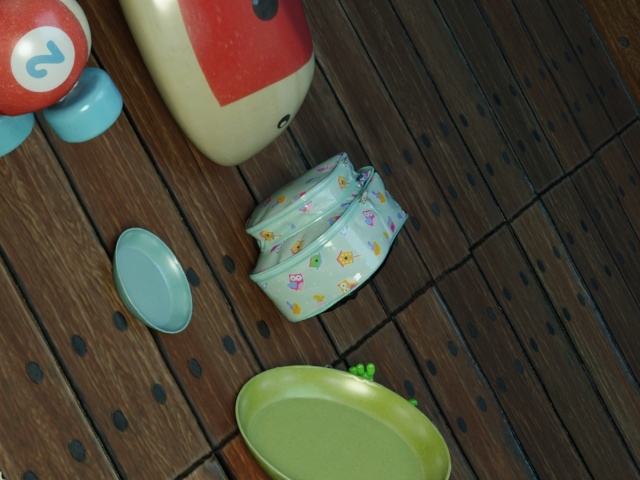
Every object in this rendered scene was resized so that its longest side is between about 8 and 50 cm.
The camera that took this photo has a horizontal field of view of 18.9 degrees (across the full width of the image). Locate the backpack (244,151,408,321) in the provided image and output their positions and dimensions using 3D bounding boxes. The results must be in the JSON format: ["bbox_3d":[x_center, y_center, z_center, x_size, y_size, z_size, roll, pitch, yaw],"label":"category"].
[{"bbox_3d":[0.000,0.000,2.190,0.144,0.166,0.188,51,26,-20],"label":"backpack"}]

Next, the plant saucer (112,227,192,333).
[{"bbox_3d":[-0.179,0.045,1.996,0.119,0.021,0.119,41,34,-36],"label":"plant saucer"}]

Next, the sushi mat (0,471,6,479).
[{"bbox_3d":[-0.360,0.215,1.535,0.151,0.019,0.316,60,27,-9],"label":"sushi mat"}]

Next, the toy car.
[{"bbox_3d":[-0.329,-0.122,1.715,0.219,0.210,0.238,58,38,-36],"label":"toy car"}]

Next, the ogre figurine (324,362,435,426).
[{"bbox_3d":[0.076,0.222,2.216,0.197,0.097,0.118,57,5,-45],"label":"ogre figurine"}]

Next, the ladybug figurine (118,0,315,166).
[{"bbox_3d":[-0.128,-0.303,2.145,0.305,0.162,0.449,-82,153,-64],"label":"ladybug figurine"}]

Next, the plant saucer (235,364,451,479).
[{"bbox_3d":[0.020,0.220,2.056,0.241,0.037,0.241,15,29,-9],"label":"plant saucer"}]
